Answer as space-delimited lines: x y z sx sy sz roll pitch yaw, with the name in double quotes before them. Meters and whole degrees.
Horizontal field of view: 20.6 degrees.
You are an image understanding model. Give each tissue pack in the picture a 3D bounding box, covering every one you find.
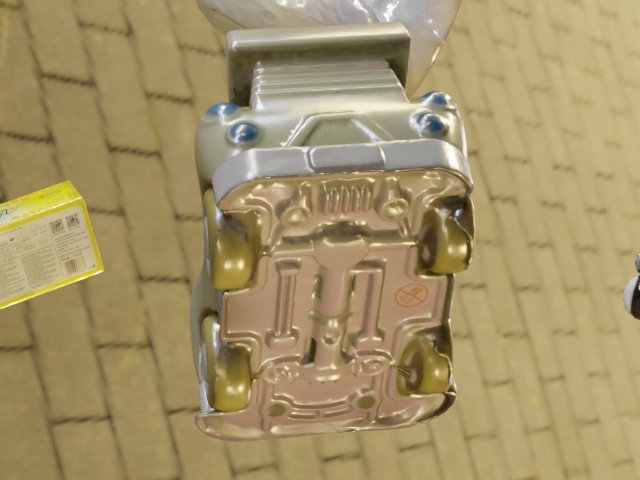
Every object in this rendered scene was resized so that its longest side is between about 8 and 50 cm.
"tissue pack" -0.336 0.012 1.920 0.062 0.176 0.095 -135 -152 -58

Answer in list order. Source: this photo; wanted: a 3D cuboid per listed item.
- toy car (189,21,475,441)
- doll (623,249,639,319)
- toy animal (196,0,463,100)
"toy car" 0.000 0.000 1.550 0.336 0.242 0.226 94 -11 -47
"doll" 0.373 0.020 1.906 0.091 0.067 0.219 -43 143 -54
"toy animal" -0.005 -0.246 1.772 0.265 0.206 0.272 21 8 -7
